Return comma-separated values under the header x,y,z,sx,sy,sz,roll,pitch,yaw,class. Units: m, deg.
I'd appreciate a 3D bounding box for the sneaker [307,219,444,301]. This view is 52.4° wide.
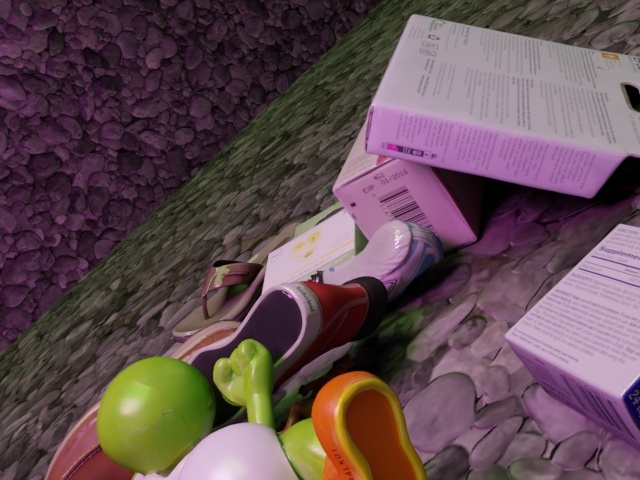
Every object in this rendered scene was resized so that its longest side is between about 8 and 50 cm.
x,y,z,sx,sy,sz,roll,pitch,yaw,class
0.054,0.057,0.809,0.237,0.086,0.085,-38,42,40,sneaker

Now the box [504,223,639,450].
x,y,z,sx,sy,sz,roll,pitch,yaw,class
0.229,0.065,0.467,0.137,0.072,0.126,-42,20,-7,box

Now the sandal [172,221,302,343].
x,y,z,sx,sy,sz,roll,pitch,yaw,class
-0.142,0.058,1.100,0.303,0.086,0.120,-47,25,-27,sandal

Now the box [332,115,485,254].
x,y,z,sx,sy,sz,roll,pitch,yaw,class
0.131,-0.095,0.872,0.126,0.149,0.232,-25,24,32,box

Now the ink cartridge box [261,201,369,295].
x,y,z,sx,sy,sz,roll,pitch,yaw,class
0.000,0.000,0.985,0.171,0.056,0.235,-30,33,25,ink cartridge box

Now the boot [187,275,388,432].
x,y,z,sx,sy,sz,roll,pitch,yaw,class
-0.036,0.125,0.720,0.244,0.088,0.176,-44,-23,31,boot

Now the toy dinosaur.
x,y,z,sx,sy,sz,roll,pitch,yaw,class
-0.001,0.176,0.640,0.112,0.064,0.211,-32,21,15,toy dinosaur

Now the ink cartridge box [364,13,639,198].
x,y,z,sx,sy,sz,roll,pitch,yaw,class
0.241,-0.167,0.777,0.329,0.072,0.324,15,36,7,ink cartridge box

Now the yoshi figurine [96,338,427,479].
x,y,z,sx,sy,sz,roll,pitch,yaw,class
-0.097,0.172,0.530,0.362,0.203,0.203,-24,55,55,yoshi figurine

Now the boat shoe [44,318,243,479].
x,y,z,sx,sy,sz,roll,pitch,yaw,class
-0.195,0.226,0.791,0.324,0.123,0.120,-44,23,-11,boat shoe
